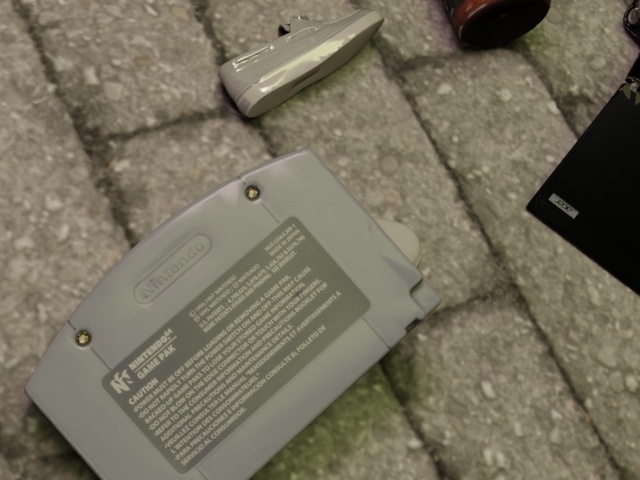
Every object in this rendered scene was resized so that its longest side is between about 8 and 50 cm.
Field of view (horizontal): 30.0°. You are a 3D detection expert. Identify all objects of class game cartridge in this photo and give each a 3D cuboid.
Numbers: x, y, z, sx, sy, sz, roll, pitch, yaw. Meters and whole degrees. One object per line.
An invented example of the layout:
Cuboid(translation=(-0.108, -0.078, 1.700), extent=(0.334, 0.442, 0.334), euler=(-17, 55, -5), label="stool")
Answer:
Cuboid(translation=(-0.074, 0.073, 0.948), extent=(0.297, 0.062, 0.198), euler=(-41, 85, -11), label="game cartridge")

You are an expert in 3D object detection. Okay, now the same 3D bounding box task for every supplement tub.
Cuboid(translation=(0.163, -0.310, 1.249), extent=(0.106, 0.106, 0.198), euler=(-7, 68, -23), label="supplement tub")

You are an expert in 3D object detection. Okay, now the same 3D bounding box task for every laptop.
Cuboid(translation=(0.380, -0.074, 1.229), extent=(0.234, 0.136, 0.264), euler=(37, 45, 0), label="laptop")

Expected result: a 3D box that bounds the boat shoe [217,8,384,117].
Cuboid(translation=(-0.019, -0.186, 1.153), extent=(0.184, 0.066, 0.063), euler=(-36, 82, -20), label="boat shoe")

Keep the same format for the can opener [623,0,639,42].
Cuboid(translation=(0.378, -0.201, 1.299), extent=(0.073, 0.059, 0.186), euler=(4, 63, -18), label="can opener")

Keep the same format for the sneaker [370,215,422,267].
Cuboid(translation=(0.000, 0.000, 1.044), extent=(0.212, 0.094, 0.080), euler=(1, 63, -20), label="sneaker")
